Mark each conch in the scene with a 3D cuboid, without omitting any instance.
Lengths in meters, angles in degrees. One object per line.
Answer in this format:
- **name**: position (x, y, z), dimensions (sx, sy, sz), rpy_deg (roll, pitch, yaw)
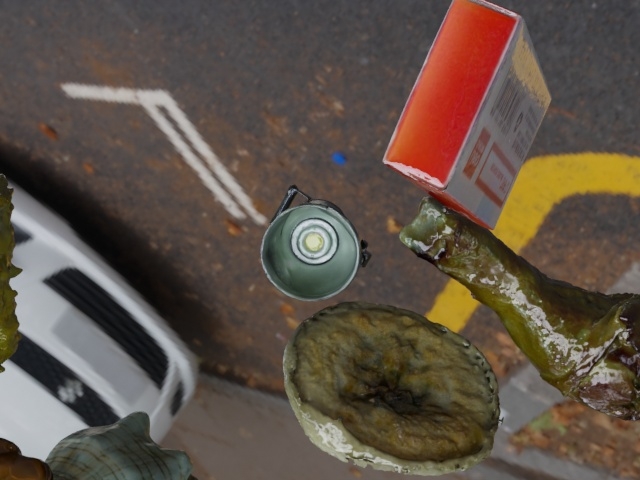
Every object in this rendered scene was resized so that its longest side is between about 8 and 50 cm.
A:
- **conch**: position (-0.240, 0.319, 1.325), dimensions (0.169, 0.203, 0.386), rpy_deg (-16, 157, 10)

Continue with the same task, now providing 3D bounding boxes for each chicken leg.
- **chicken leg**: position (0.260, 0.086, 1.100), dimensions (0.361, 0.140, 0.211), rpy_deg (33, 163, -25)

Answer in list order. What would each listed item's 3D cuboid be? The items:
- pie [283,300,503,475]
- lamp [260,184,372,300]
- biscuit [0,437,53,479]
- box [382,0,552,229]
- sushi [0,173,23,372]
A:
- **pie**: position (0.086, 0.170, 1.227), dimensions (0.274, 0.274, 0.055), rpy_deg (28, 128, 15)
- **lamp**: position (0.000, 0.000, 1.620), dimensions (0.172, 0.147, 0.227), rpy_deg (28, -168, -1)
- **biscuit**: position (-0.411, 0.314, 1.020), dimensions (0.325, 0.325, 0.107), rpy_deg (23, 131, 25)
- **box**: position (0.113, -0.081, 0.743), dimensions (0.050, 0.123, 0.229), rpy_deg (25, -177, 18)
- **sushi**: position (-0.548, 0.043, 1.100), dimensions (0.351, 0.396, 0.240), rpy_deg (12, 107, 25)
